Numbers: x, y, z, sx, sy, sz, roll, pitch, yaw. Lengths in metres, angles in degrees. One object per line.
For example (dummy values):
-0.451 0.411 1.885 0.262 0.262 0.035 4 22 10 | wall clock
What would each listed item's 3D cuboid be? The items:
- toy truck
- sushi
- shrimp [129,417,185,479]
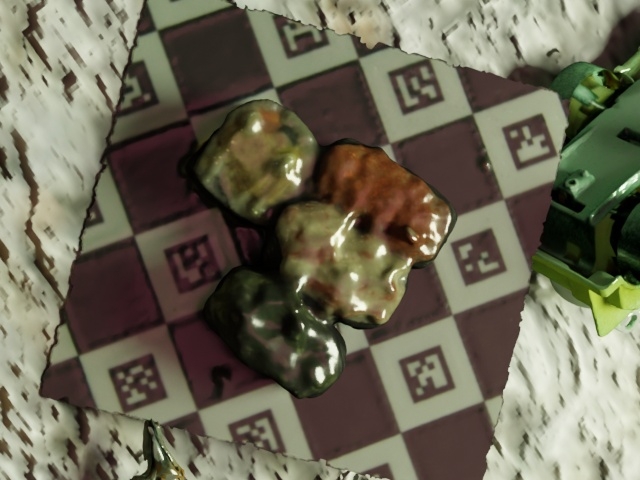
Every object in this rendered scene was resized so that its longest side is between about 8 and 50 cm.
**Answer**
0.209 -0.051 0.968 0.259 0.128 0.135 -44 138 -18 | toy truck
0.000 0.000 0.848 0.231 0.047 0.219 15 85 -7 | sushi
-0.147 0.239 0.812 0.287 0.068 0.185 -34 113 -20 | shrimp
